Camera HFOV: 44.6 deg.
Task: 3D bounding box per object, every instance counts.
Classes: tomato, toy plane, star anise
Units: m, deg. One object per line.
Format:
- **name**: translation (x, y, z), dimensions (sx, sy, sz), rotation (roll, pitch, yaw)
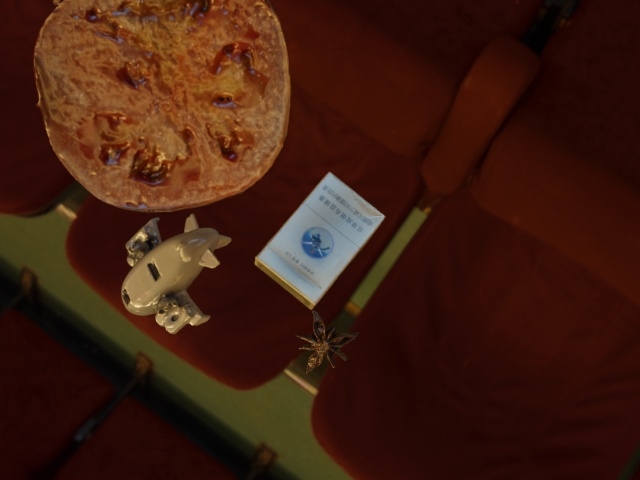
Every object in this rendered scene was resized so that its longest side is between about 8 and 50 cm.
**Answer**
- **tomato**: translation (-0.203, -0.202, 1.041), dimensions (0.338, 0.338, 0.143), rotation (55, -176, -21)
- **toy plane**: translation (-0.283, 0.058, 1.500), dimensions (0.245, 0.244, 0.117), rotation (18, -177, 30)
- **star anise**: translation (0.002, 0.227, 1.649), dimensions (0.124, 0.129, 0.056), rotation (27, -175, -5)

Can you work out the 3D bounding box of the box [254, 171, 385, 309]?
- **box**: translation (0.000, 0.000, 1.699), dimensions (0.164, 0.256, 0.069), rotation (39, 165, 3)
